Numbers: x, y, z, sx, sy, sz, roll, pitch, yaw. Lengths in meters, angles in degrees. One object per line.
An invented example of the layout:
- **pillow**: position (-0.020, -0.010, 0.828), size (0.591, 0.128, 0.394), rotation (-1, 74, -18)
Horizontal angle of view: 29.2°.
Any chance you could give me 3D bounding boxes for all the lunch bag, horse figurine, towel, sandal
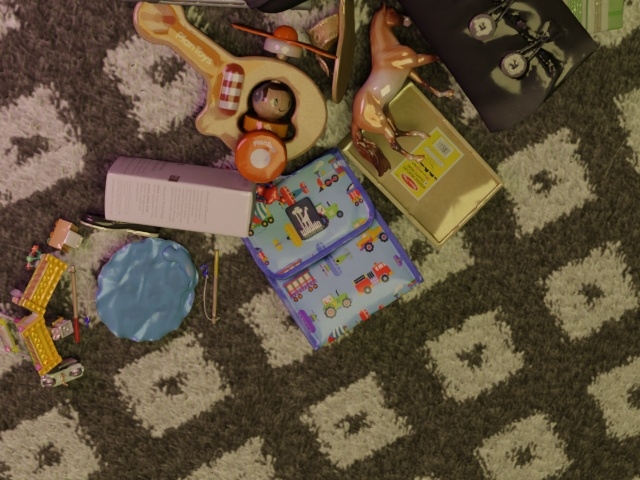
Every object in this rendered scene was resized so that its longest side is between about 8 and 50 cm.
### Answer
- **lunch bag**: position (0.000, 0.000, 2.091), size (0.221, 0.138, 0.293), rotation (-33, 98, 0)
- **horse figurine**: position (0.122, -0.238, 2.016), size (0.174, 0.066, 0.263), rotation (25, 95, -7)
- **towel**: position (0.448, -0.409, 2.105), size (0.152, 0.023, 0.113), rotation (-8, 114, -14)
- **sandal**: position (0.015, -0.347, 1.993), size (0.079, 0.088, 0.240), rotation (12, 101, 14)

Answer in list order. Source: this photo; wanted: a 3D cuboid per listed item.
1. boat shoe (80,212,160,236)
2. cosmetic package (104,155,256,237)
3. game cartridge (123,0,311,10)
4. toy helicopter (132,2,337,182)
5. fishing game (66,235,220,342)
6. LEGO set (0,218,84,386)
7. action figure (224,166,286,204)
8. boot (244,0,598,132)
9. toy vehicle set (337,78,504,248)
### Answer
- **boat shoe**: position (-0.327, -0.034, 2.018), size (0.133, 0.049, 0.042), rotation (7, 102, -19)
- **cosmetic package**: position (-0.220, -0.072, 1.964), size (0.231, 0.117, 0.086), rotation (6, 109, -1)
- **game cartridge**: position (-0.157, -0.457, 1.876), size (0.297, 0.062, 0.198), rotation (-1, 96, -16)
- **toy helicopter**: position (-0.135, -0.276, 1.940), size (0.355, 0.140, 0.235), rotation (39, 103, -11)
- **fishing game**: position (-0.295, 0.079, 2.067), size (0.264, 0.041, 0.189), rotation (-10, 112, -25)
- **LEGO set**: position (-0.469, 0.103, 2.022), size (0.132, 0.107, 0.287), rotation (-16, 113, -47)
- **action figure**: position (-0.108, -0.087, 2.032), size (0.115, 0.030, 0.038), rotation (24, 87, 14)
- **boot**: position (0.152, -0.336, 1.863), size (0.367, 0.146, 0.445), rotation (-37, 118, 17)
- **toy vehicle set**: position (0.176, -0.131, 2.122), size (0.166, 0.035, 0.267), rotation (-44, 114, 4)
